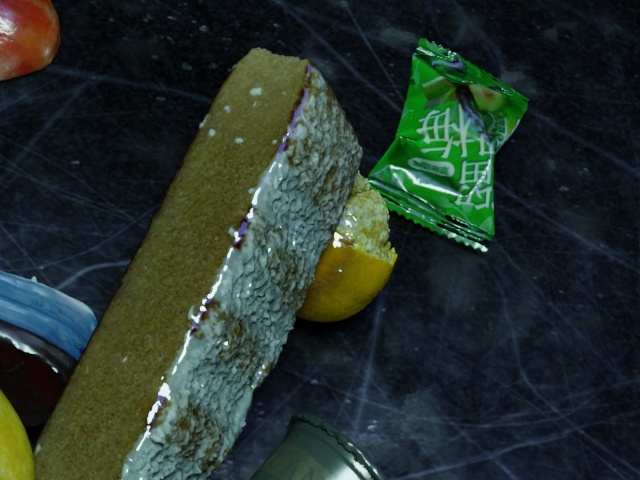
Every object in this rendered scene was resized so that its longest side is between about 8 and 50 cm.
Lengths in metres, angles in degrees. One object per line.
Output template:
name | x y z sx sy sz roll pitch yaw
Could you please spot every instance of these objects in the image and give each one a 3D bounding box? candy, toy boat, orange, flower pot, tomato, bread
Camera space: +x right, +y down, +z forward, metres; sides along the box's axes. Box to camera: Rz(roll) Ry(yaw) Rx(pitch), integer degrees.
candy | 0.137 -0.097 1.501 0.141 0.078 0.203 18 64 8
toy boat | -0.296 0.076 1.218 0.309 0.129 0.142 17 25 -7
orange | 0.000 0.000 1.349 0.156 0.134 0.157 -2 83 20
flower pot | -0.006 0.235 1.188 0.107 0.157 0.157 -39 75 -23
tomato | -0.338 -0.235 1.439 0.155 0.069 0.156 8 55 -12
bread | -0.091 0.058 1.179 0.113 0.165 0.417 18 73 22

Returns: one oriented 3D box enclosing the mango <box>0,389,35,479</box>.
mango | -0.396 0.144 1.053 0.383 0.199 0.221 5 25 8
